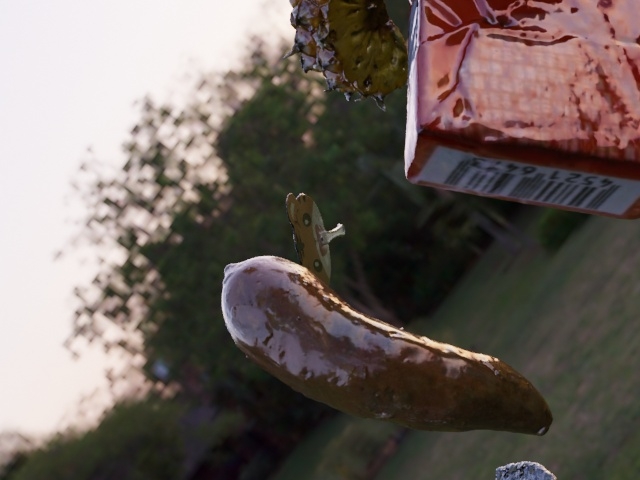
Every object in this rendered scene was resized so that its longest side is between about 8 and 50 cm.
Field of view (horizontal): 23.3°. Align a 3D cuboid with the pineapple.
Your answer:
[{"bbox_3d":[0.022,-0.249,1.810,0.135,0.233,0.079,-34,29,-23],"label":"pineapple"}]

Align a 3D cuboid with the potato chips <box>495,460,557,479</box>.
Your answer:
[{"bbox_3d":[0.220,0.375,1.935,0.220,0.029,0.202,-58,20,1],"label":"potato chips"}]

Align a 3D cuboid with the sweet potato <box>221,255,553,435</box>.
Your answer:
[{"bbox_3d":[0.044,0.099,1.238,0.097,0.291,0.097,-63,-7,-15],"label":"sweet potato"}]

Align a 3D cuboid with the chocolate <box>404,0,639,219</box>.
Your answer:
[{"bbox_3d":[0.185,-0.140,1.307,0.108,0.237,0.235,110,165,-57],"label":"chocolate"}]

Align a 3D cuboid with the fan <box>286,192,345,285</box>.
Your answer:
[{"bbox_3d":[0.000,0.000,2.236,0.008,0.153,0.226,-13,2,20],"label":"fan"}]
